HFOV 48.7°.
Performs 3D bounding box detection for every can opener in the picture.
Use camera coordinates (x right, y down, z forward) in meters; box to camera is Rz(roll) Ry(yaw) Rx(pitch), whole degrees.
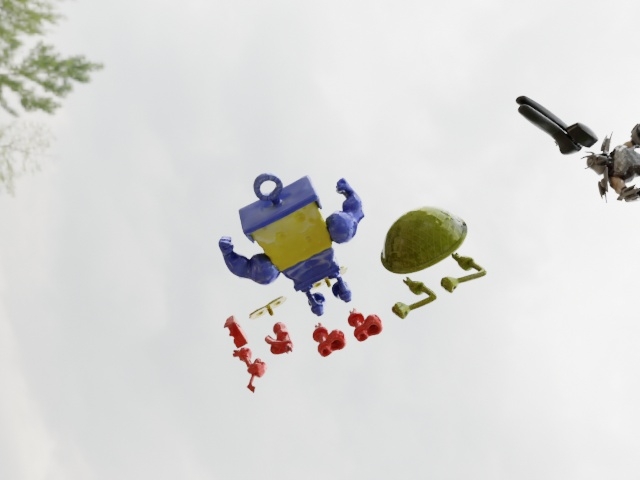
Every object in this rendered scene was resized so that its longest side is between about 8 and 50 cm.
[{"bbox_3d":[0.434,-0.219,1.325,0.073,0.186,0.059,-48,-154,34],"label":"can opener"}]

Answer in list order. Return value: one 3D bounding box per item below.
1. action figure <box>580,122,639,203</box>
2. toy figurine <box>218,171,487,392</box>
[{"bbox_3d":[0.649,-0.143,1.363,0.285,0.099,0.185,9,-110,15],"label":"action figure"},{"bbox_3d":[0.000,0.000,0.905,0.217,0.362,0.191,61,7,-24],"label":"toy figurine"}]
